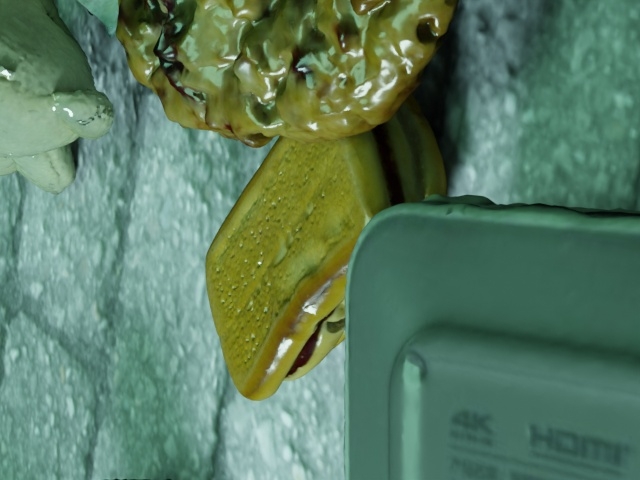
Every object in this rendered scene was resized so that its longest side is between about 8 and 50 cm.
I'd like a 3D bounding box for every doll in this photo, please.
[{"bbox_3d":[-0.250,-0.125,1.398,0.278,0.175,0.149,162,119,-69],"label":"doll"}]

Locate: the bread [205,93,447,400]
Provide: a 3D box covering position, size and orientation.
[{"bbox_3d":[0.000,0.000,1.107,0.200,0.077,0.116,-54,49,43],"label":"bread"}]

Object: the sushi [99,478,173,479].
[{"bbox_3d":[-0.137,0.271,1.273,0.124,0.127,0.225,-34,62,51],"label":"sushi"}]

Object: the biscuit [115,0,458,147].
[{"bbox_3d":[-0.029,-0.196,1.048,0.334,0.081,0.289,-6,81,55],"label":"biscuit"}]

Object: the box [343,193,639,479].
[{"bbox_3d":[0.158,0.181,0.848,0.396,0.111,0.397,5,97,51],"label":"box"}]

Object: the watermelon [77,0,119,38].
[{"bbox_3d":[-0.208,-0.310,1.301,0.151,0.302,0.264,-43,47,3],"label":"watermelon"}]
